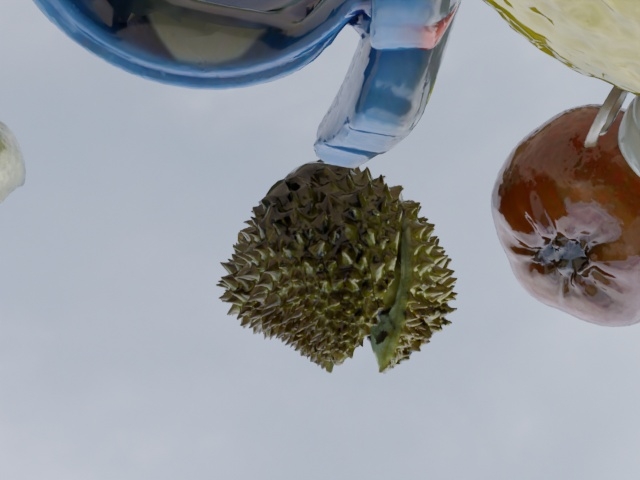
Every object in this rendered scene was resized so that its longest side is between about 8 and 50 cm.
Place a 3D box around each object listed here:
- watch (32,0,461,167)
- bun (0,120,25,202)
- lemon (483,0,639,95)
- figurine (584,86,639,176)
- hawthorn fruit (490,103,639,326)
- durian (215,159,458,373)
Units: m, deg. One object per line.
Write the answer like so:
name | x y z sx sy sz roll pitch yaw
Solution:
watch | -0.046 -0.192 0.956 0.274 0.305 0.241 6 -151 -1
bun | -0.439 -0.074 1.628 0.287 0.146 0.287 -19 -165 5
lemon | 0.169 -0.209 0.556 0.350 0.350 0.387 -38 -160 -35
figurine | 0.267 -0.065 1.194 0.154 0.132 0.132 33 -132 14
hawthorn fruit | 0.258 -0.037 1.398 0.196 0.196 0.225 12 -145 35
durian | 0.000 0.000 1.346 0.237 0.138 0.193 17 -137 42
